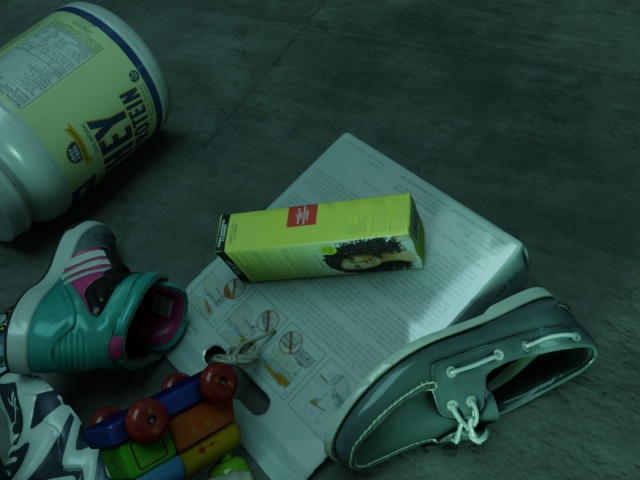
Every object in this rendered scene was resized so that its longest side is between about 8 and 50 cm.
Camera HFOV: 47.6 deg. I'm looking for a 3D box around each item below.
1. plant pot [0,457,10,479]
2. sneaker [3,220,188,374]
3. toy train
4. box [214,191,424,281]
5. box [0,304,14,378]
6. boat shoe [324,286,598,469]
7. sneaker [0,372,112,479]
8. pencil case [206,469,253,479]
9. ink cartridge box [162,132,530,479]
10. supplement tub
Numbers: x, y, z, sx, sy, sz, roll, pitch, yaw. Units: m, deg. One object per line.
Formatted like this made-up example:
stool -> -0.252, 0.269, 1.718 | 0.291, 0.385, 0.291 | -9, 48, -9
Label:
plant pot -> -0.407, 0.250, 0.643 | 0.234, 0.165, 0.166 | -30, 41, -23
sneaker -> -0.251, 0.065, 0.905 | 0.179, 0.123, 0.295 | 6, 28, -3
toy train -> -0.108, 0.201, 0.770 | 0.248, 0.143, 0.105 | -22, 0, -43
box -> 0.000, 0.000, 0.851 | 0.232, 0.087, 0.058 | -6, 59, 20
box -> -0.425, 0.151, 0.926 | 0.137, 0.027, 0.094 | -36, 51, -21
boat shoe -> 0.154, 0.156, 0.764 | 0.319, 0.116, 0.099 | -26, 45, -20
sneaker -> -0.321, 0.249, 0.774 | 0.235, 0.094, 0.153 | 36, 53, 23
pencil case -> -0.223, 0.332, 0.567 | 0.410, 0.183, 0.160 | -14, 3, -19
ink cartridge box -> 0.016, 0.078, 0.905 | 0.385, 0.091, 0.308 | -46, 55, -8
supplement tub -> -0.410, -0.177, 1.081 | 0.235, 0.235, 0.325 | 22, 56, 27
